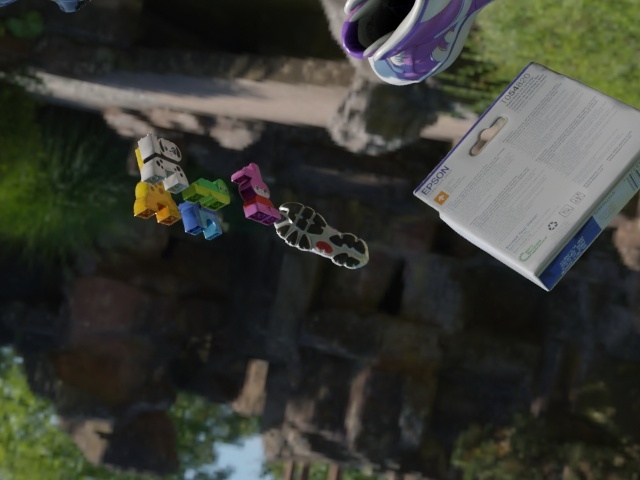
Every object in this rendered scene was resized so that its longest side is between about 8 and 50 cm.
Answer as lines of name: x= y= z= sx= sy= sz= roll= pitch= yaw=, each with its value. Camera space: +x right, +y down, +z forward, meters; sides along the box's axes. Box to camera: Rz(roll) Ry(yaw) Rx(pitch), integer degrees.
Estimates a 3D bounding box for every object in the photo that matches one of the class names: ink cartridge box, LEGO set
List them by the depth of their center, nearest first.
LEGO set: x=-0.152 y=-0.070 z=1.370 sx=0.087 sy=0.093 sz=0.227 roll=-28 pitch=156 yaw=24
ink cartridge box: x=0.248 y=-0.079 z=1.380 sx=0.045 sy=0.223 sz=0.224 roll=44 pitch=177 yaw=-42

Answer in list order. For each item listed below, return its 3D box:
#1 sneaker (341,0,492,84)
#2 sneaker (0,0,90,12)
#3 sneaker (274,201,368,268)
sneaker: x=0.067 y=-0.206 z=1.152 sx=0.161 sy=0.102 sz=0.282 roll=-32 pitch=173 yaw=-23
sneaker: x=-0.317 y=-0.254 z=1.037 sx=0.286 sy=0.109 sz=0.130 roll=14 pitch=148 yaw=-10
sneaker: x=0.000 y=0.000 z=1.997 sx=0.169 sy=0.068 sz=0.071 roll=31 pitch=175 yaw=7
